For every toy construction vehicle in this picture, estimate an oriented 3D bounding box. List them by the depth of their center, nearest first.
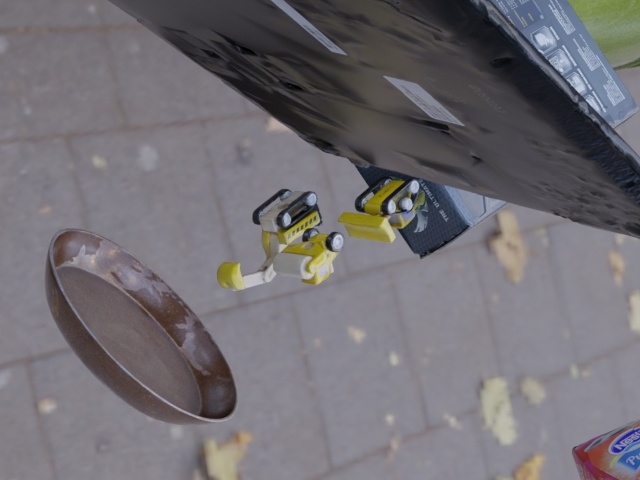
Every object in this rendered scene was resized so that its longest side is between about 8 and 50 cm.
[{"bbox_3d":[0.000,0.000,0.924,0.098,0.086,0.035,-41,124,-40],"label":"toy construction vehicle"}]

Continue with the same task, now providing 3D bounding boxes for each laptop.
[{"bbox_3d":[-0.004,-0.120,0.542,0.234,0.264,0.136,30,79,-55],"label":"laptop"}]

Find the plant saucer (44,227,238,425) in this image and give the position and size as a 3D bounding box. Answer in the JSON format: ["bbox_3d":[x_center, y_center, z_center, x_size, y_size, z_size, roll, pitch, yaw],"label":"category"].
[{"bbox_3d":[-0.124,0.063,1.098,0.168,0.029,0.168,42,16,-15],"label":"plant saucer"}]

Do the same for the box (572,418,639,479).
[{"bbox_3d":[0.300,0.264,1.261,0.128,0.123,0.256,-124,-168,-69],"label":"box"}]

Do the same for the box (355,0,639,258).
[{"bbox_3d":[0.066,-0.129,1.000,0.183,0.059,0.232,-34,88,-40],"label":"box"}]

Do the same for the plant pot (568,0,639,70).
[{"bbox_3d":[0.145,-0.274,1.339,0.353,0.366,0.366,-31,103,-51],"label":"plant pot"}]
